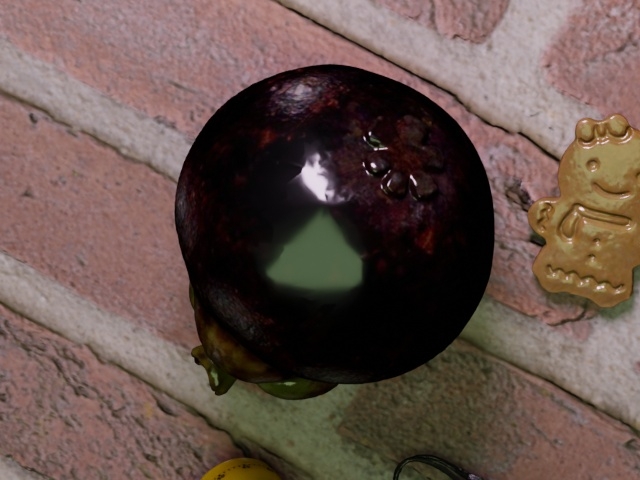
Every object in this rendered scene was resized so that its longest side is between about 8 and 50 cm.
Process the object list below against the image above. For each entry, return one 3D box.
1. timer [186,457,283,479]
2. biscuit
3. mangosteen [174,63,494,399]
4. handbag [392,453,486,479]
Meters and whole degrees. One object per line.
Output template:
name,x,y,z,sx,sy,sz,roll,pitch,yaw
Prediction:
timer,-0.085,0.268,1.838,0.107,0.109,0.107,-9,112,-23
biscuit,0.270,-0.024,1.729,0.133,0.027,0.184,27,109,-2
mangosteen,0.014,-0.003,1.640,0.297,0.297,0.313,4,153,4
handbag,0.129,0.271,1.827,0.115,0.072,0.139,-42,87,18
